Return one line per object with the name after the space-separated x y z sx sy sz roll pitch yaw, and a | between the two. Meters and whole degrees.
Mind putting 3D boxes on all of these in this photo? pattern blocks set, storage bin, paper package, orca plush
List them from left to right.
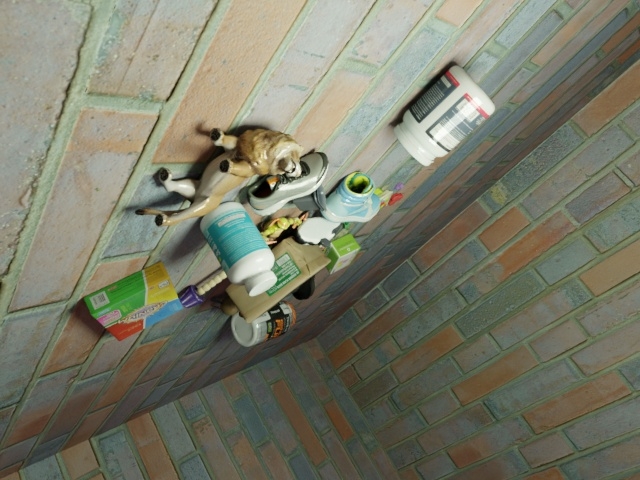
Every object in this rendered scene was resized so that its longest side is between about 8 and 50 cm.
-0.158 0.133 1.803 0.324 0.168 0.309 -38 178 18 | paper package
-0.040 -0.149 1.542 0.090 0.098 0.135 -8 166 10 | storage bin
-0.016 -0.046 1.779 0.102 0.151 0.287 -35 -171 43 | orca plush
0.237 -0.153 2.094 0.324 0.026 0.285 -33 162 -1 | pattern blocks set

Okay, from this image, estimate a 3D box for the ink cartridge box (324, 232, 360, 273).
0.046 0.090 2.278 0.255 0.097 0.189 -26 161 -26 | ink cartridge box

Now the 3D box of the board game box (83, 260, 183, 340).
-0.589 0.205 1.522 0.242 0.064 0.317 -27 161 -19 | board game box

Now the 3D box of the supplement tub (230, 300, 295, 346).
-0.281 0.408 2.375 0.193 0.194 0.316 -45 159 32 | supplement tub

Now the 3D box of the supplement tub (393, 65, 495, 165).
0.385 -0.387 1.475 0.272 0.191 0.191 -42 160 26 | supplement tub

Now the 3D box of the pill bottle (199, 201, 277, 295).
-0.230 0.028 1.360 0.146 0.264 0.146 -30 161 -11 | pill bottle

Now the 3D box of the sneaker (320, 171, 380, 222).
0.166 -0.169 1.769 0.318 0.127 0.208 -15 156 -47 | sneaker

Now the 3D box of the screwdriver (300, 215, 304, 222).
-0.052 -0.065 1.823 0.024 0.025 0.170 -34 161 0 | screwdriver

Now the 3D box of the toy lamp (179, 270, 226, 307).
-0.390 0.151 1.712 0.274 0.080 0.080 -35 162 0 | toy lamp

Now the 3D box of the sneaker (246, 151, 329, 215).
-0.093 -0.171 1.362 0.271 0.100 0.108 -34 157 -1 | sneaker

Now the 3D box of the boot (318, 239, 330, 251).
0.000 0.000 1.990 0.244 0.089 0.176 -37 164 36 | boot

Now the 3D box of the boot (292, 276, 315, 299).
-0.160 0.219 2.186 0.260 0.131 0.348 -33 153 -26 | boot

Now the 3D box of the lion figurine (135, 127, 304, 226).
-0.239 -0.152 1.145 0.392 0.142 0.240 -25 174 20 | lion figurine

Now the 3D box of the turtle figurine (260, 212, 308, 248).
-0.176 -0.023 1.608 0.217 0.087 0.269 -38 -179 45 | turtle figurine

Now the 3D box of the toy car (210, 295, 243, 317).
-0.376 0.262 2.010 0.188 0.149 0.155 1 150 -10 | toy car
